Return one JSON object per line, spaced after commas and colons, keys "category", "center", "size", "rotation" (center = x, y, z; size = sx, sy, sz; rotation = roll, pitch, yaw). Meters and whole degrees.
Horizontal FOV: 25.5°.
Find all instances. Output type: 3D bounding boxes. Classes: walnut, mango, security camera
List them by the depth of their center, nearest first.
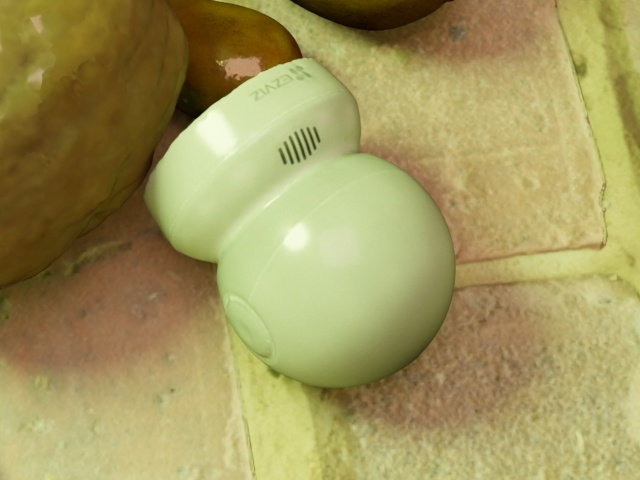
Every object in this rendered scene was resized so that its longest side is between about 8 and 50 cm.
{"category": "walnut", "center": [-0.264, -0.128, 1.091], "size": [0.306, 0.306, 0.344], "rotation": [42, 80, 12]}
{"category": "security camera", "center": [0.000, 0.000, 1.108], "size": [0.194, 0.194, 0.236], "rotation": [-38, 79, -15]}
{"category": "mango", "center": [-0.091, -0.153, 1.212], "size": [0.163, 0.089, 0.111], "rotation": [16, 54, 14]}

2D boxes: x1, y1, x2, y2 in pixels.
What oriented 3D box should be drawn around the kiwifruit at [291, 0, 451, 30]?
{"category": "kiwifruit", "center": [0.031, -0.281, 1.209], "size": [0.234, 0.196, 0.196], "rotation": [38, 72, 15]}
